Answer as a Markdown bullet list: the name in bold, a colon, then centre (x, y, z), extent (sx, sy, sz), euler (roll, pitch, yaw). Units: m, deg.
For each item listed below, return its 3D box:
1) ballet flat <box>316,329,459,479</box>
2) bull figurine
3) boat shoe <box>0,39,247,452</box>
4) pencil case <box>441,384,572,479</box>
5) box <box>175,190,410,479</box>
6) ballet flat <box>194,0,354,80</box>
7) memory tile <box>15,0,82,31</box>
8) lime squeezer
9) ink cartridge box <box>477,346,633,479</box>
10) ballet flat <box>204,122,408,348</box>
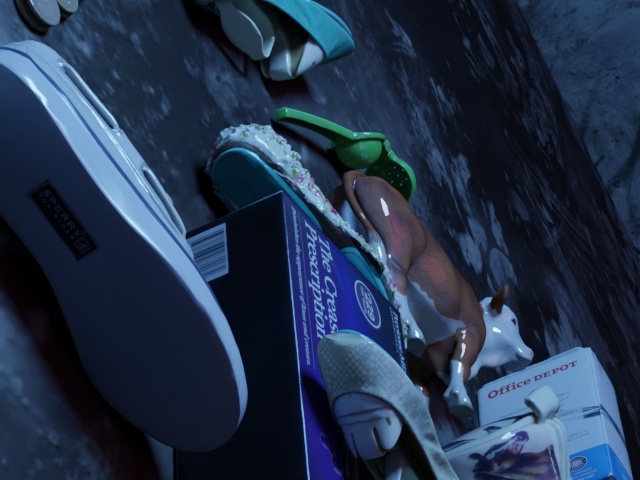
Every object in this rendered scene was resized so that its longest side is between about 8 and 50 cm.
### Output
- **ballet flat**: centre (0.047, 0.131, 0.821), extent (0.168, 0.057, 0.052), euler (56, 33, -22)
- **bull figurine**: centre (0.096, 0.071, 1.226), extent (0.310, 0.101, 0.188), euler (45, 34, -34)
- **boat shoe**: centre (-0.123, 0.000, 0.782), extent (0.267, 0.096, 0.088), euler (54, 26, -9)
- **pencil case**: centre (0.186, 0.334, 1.043), extent (0.160, 0.183, 0.410), euler (14, 53, -64)
- **box**: centre (-0.010, 0.126, 0.905), extent (0.184, 0.103, 0.261), euler (49, 26, -45)
- **ballet flat**: centre (-0.048, -0.200, 1.232), extent (0.247, 0.083, 0.087), euler (33, 62, -56)
- **memory tile**: centre (-0.202, -0.215, 0.930), extent (0.113, 0.012, 0.148), euler (59, 20, -19)
- **lime squeezer**: centre (0.044, -0.062, 1.345), extent (0.310, 0.058, 0.110), euler (52, 54, -38)
- **ink cartridge box**: centre (0.247, 0.222, 1.380), extent (0.082, 0.139, 0.191), euler (53, 24, -29)
- **ballet flat**: centre (0.000, 0.000, 1.063), extent (0.241, 0.091, 0.077), euler (56, 25, -14)
